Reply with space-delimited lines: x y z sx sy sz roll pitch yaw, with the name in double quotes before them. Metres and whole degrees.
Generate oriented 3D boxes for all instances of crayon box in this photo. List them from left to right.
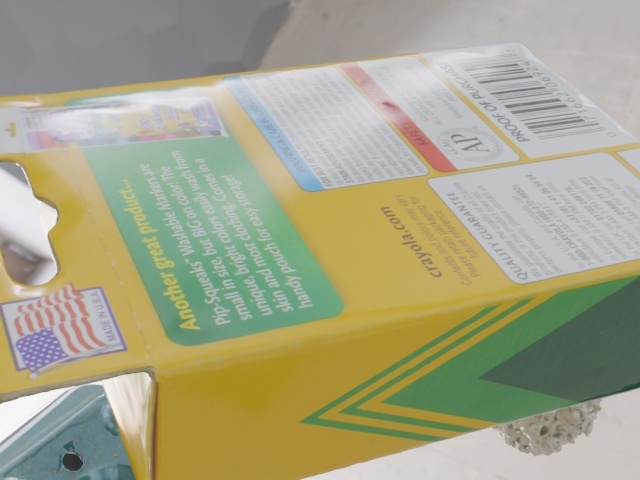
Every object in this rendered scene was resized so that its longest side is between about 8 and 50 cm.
"crayon box" 0.000 0.000 0.479 0.203 0.323 0.083 -125 33 -46

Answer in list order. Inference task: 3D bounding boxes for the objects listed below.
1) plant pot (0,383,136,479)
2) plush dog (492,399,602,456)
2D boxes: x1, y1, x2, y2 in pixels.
"plant pot" -0.201 0.252 0.796 0.248 0.247 0.252 -37 -9 -49
"plush dog" 0.133 -0.002 0.788 0.262 0.211 0.225 -94 27 -43
